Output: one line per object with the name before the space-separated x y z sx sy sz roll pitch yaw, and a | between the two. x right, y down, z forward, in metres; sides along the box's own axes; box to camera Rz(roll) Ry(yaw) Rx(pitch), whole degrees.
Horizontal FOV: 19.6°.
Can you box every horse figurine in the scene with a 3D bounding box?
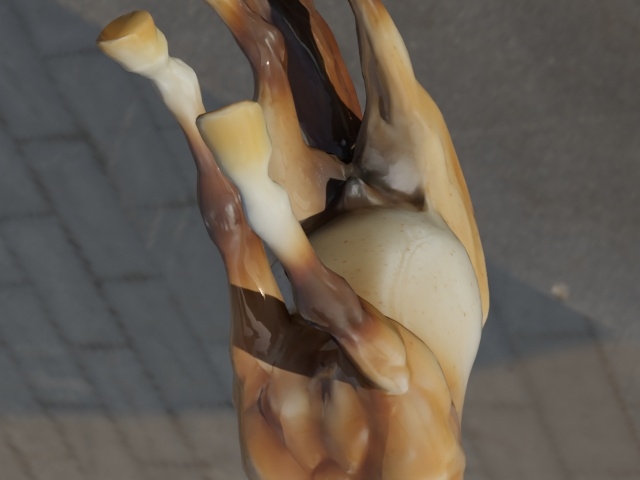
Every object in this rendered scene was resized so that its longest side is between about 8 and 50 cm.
horse figurine | 0.000 0.000 0.454 0.066 0.263 0.174 -17 120 10
